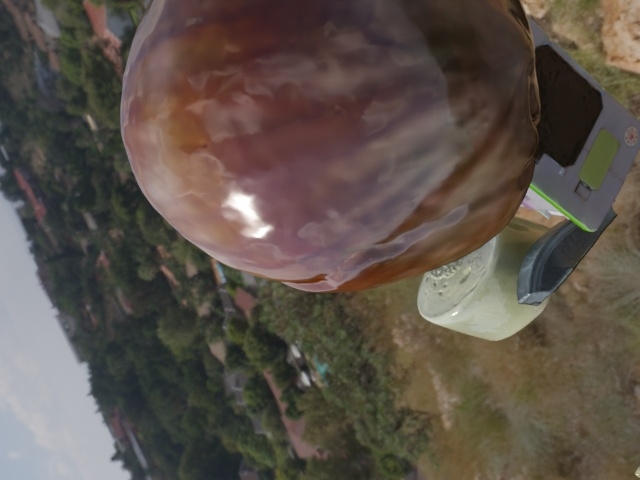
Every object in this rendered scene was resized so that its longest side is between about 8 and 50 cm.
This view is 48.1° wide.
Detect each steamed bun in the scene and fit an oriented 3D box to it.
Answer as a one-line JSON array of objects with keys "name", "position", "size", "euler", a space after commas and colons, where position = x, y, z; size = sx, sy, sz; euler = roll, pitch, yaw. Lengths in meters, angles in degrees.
[{"name": "steamed bun", "position": [0.307, 0.076, 1.269], "size": [0.250, 0.200, 0.155], "euler": [-55, 26, 34]}]

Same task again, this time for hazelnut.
[{"name": "hazelnut", "position": [0.009, -0.120, 0.610], "size": [0.372, 0.315, 0.372], "euler": [27, 143, 22]}]

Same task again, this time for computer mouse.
[{"name": "computer mouse", "position": [0.378, 0.009, 1.124], "size": [0.071, 0.231, 0.126], "euler": [40, 170, 15]}]

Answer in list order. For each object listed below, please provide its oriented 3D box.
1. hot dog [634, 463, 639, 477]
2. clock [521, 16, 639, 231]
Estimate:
[{"name": "hot dog", "position": [0.655, 0.441, 1.422], "size": [0.034, 0.090, 0.030], "euler": [32, 132, 29]}, {"name": "clock", "position": [0.183, -0.146, 0.878], "size": [0.235, 0.166, 0.309], "euler": [31, 173, -27]}]
